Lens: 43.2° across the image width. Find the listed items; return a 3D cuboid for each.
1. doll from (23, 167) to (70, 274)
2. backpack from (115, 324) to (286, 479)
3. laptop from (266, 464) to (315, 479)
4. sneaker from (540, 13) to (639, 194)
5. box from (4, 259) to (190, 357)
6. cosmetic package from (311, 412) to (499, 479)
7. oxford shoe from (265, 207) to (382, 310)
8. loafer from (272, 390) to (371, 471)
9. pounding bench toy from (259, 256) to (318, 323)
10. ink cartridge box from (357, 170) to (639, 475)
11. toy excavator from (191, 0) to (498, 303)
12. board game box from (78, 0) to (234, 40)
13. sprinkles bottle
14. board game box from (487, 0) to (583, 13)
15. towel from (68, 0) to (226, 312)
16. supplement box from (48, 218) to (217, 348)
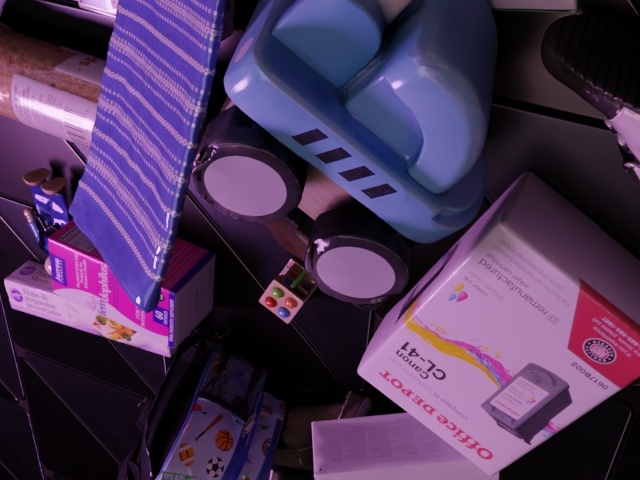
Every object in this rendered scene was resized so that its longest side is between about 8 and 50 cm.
[{"bbox_3d":[-0.422,-0.022,1.267,0.129,0.046,0.189,25,133,22],"label":"doll"},{"bbox_3d":[-0.191,0.315,1.222,0.213,0.263,0.276,33,131,-6],"label":"backpack"},{"bbox_3d":[0.050,0.512,1.281,0.381,0.236,0.408,12,102,-11],"label":"laptop"},{"bbox_3d":[0.331,-0.081,0.754,0.330,0.122,0.146,31,144,0],"label":"sneaker"},{"bbox_3d":[-0.363,0.107,1.310,0.323,0.067,0.063,14,126,22],"label":"box"},{"bbox_3d":[0.110,0.286,1.081,0.238,0.099,0.061,-5,120,1],"label":"cosmetic package"},{"bbox_3d":[0.000,0.000,1.040,0.227,0.083,0.096,50,153,-11],"label":"oxford shoe"},{"bbox_3d":[-0.014,0.294,1.222,0.087,0.094,0.251,38,131,-5],"label":"loafer"},{"bbox_3d":[-0.036,0.061,1.096,0.052,0.065,0.083,37,131,2],"label":"pounding bench toy"},{"bbox_3d":[0.220,0.108,0.944,0.226,0.131,0.306,38,130,1],"label":"ink cartridge box"},{"bbox_3d":[0.055,-0.200,0.695,0.433,0.222,0.445,37,134,-22],"label":"toy excavator"},{"bbox_3d":[-0.185,-0.386,0.884,0.192,0.053,0.305,19,128,16],"label":"board game box"},{"bbox_3d":[-0.326,-0.190,1.051,0.355,0.121,0.121,20,129,16],"label":"sprinkles bottle"},{"bbox_3d":[0.090,-0.343,0.754,0.316,0.064,0.242,9,125,24],"label":"board game box"},{"bbox_3d":[-0.194,-0.122,0.856,0.243,0.040,0.336,42,123,47],"label":"towel"},{"bbox_3d":[-0.276,0.048,1.192,0.220,0.114,0.111,22,130,17],"label":"supplement box"}]
